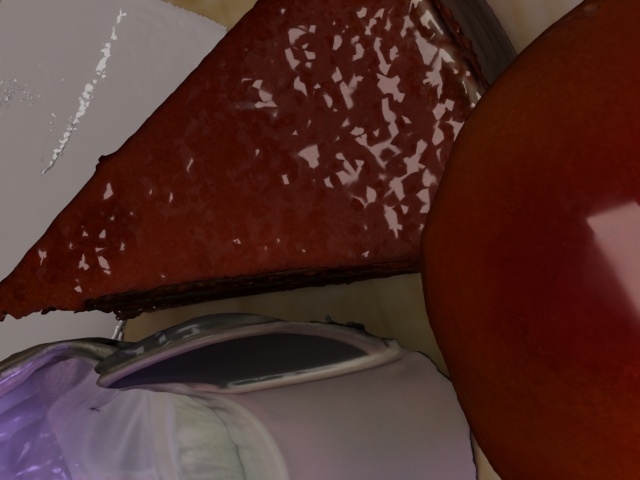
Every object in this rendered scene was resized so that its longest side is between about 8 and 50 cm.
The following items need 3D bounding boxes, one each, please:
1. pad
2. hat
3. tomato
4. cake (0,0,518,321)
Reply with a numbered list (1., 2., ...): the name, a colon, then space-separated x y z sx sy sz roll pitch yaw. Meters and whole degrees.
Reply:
1. pad: -0.146 -0.036 0.949 0.156 0.004 0.232 28 97 20
2. hat: -0.058 0.128 0.835 0.275 0.161 0.232 -12 109 -2
3. tomato: 0.169 0.015 0.651 0.260 0.180 0.260 -7 116 -14
4. cake: 0.000 0.000 0.812 0.262 0.158 0.159 -44 73 16
